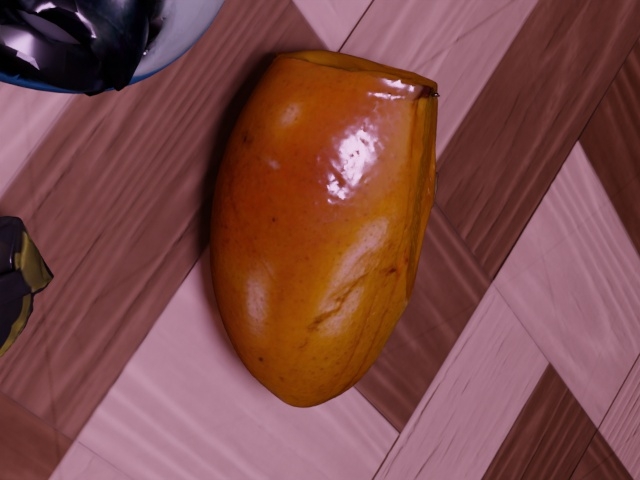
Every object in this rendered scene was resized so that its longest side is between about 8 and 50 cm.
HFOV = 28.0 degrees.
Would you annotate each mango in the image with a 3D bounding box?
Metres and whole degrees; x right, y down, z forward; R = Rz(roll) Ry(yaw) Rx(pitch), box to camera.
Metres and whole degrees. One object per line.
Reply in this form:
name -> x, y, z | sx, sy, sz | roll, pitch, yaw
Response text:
mango -> 0.000, 0.000, 0.898 | 0.187, 0.138, 0.257 | -10, 118, -66

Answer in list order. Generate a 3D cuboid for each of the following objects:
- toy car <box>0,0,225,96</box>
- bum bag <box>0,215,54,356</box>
toy car -> -0.161, -0.173, 0.591 | 0.255, 0.190, 0.189 | 28, 68, -21
bum bag -> -0.230, 0.088, 0.728 | 0.233, 0.060, 0.106 | -63, 149, -4
